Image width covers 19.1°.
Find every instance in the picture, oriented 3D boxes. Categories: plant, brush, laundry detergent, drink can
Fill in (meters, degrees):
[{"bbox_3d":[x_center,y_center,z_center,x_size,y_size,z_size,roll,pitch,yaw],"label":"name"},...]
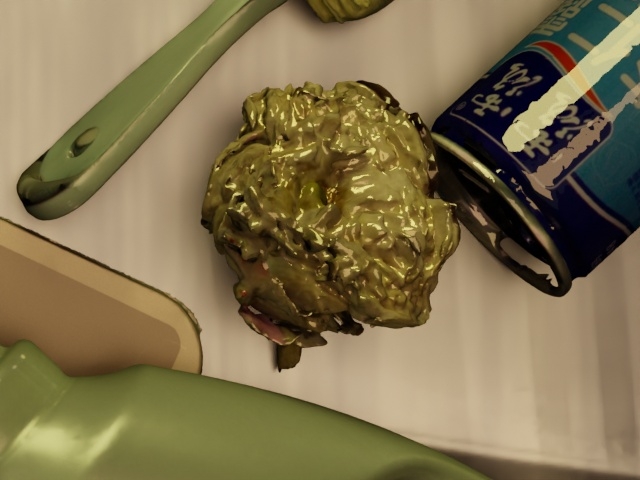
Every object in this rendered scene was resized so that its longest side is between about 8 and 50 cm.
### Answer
[{"bbox_3d":[0.000,0.000,0.795,0.104,0.122,0.116,7,56,-7],"label":"plant"},{"bbox_3d":[-0.007,-0.104,0.814,0.297,0.068,0.060,-45,119,-5],"label":"brush"},{"bbox_3d":[-0.024,0.166,0.769,0.264,0.125,0.398,-45,96,-8],"label":"laundry detergent"},{"bbox_3d":[0.156,-0.087,0.821,0.235,0.097,0.097,-43,97,-8],"label":"drink can"}]

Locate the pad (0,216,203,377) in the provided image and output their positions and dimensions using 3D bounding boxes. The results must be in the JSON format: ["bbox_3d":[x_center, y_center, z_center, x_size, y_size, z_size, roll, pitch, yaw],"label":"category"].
[{"bbox_3d":[-0.173,0.118,0.800,0.176,0.002,0.266,26,84,-10],"label":"pad"}]
